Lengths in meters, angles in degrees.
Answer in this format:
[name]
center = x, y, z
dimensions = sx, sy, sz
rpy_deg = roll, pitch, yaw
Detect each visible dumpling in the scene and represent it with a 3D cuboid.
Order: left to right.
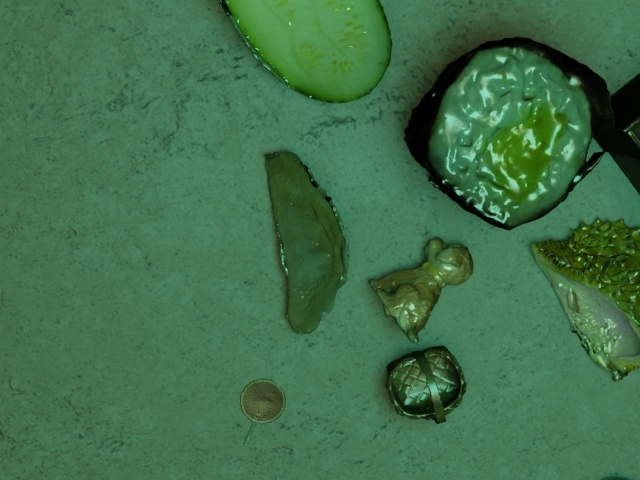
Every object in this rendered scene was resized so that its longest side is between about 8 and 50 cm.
[dumpling]
center = -0.001, -0.001, 1.799
dimensions = 0.166, 0.086, 0.332
rpy_deg = -4, 100, 32

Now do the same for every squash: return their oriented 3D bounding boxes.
[squash]
center = -0.017, -0.371, 1.685
dimensions = 0.233, 0.210, 0.309
rpy_deg = -24, 93, 15

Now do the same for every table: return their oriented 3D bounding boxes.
[table]
center = 0.623, -0.144, 1.707
dimensions = 0.196, 0.250, 0.282
rpy_deg = -39, 99, 2

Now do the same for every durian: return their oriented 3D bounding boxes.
[durian]
center = 0.540, 0.074, 1.818
dimensions = 0.195, 0.185, 0.305
rpy_deg = -35, 89, -19

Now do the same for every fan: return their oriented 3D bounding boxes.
[fan]
center = -0.115, 0.320, 1.882
dimensions = 0.085, 0.005, 0.133
rpy_deg = 21, 97, -5

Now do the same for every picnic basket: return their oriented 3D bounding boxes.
[picnic basket]
center = 0.187, 0.257, 1.790
dimensions = 0.137, 0.178, 0.128
rpy_deg = -21, 98, 2

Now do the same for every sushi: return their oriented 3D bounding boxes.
[sushi]
center = 0.303, -0.183, 1.673
dimensions = 0.299, 0.294, 0.281
rpy_deg = -38, 94, 3

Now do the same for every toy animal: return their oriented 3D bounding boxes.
[toy animal]
center = 0.202, 0.089, 1.774
dimensions = 0.185, 0.184, 0.104
rpy_deg = -29, 123, -4

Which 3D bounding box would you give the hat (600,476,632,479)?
[hat]
center = 0.588, 0.525, 1.887
dimensions = 0.191, 0.078, 0.138
rpy_deg = 31, 99, -5
